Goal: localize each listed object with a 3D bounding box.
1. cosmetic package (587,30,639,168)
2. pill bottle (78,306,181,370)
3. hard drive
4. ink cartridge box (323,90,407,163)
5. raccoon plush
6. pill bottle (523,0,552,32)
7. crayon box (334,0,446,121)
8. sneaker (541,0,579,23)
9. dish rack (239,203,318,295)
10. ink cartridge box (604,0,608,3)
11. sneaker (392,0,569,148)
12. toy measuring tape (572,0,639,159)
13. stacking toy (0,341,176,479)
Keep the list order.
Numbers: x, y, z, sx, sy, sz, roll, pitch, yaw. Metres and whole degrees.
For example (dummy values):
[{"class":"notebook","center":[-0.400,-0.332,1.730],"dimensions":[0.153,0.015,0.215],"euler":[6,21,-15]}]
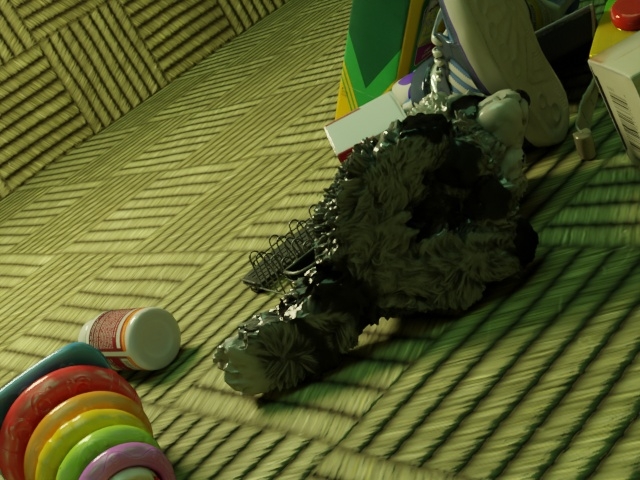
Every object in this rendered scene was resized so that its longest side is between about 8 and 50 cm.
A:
[{"class":"cosmetic package","center":[0.466,-0.197,1.136],"dimensions":[0.296,0.153,0.129],"euler":[-28,21,3]},{"class":"pill bottle","center":[-0.267,0.136,1.443],"dimensions":[0.152,0.086,0.086],"euler":[-7,30,47]},{"class":"hard drive","center":[0.330,-0.273,1.546],"dimensions":[0.172,0.054,0.255],"euler":[-26,-2,10]},{"class":"ink cartridge box","center":[0.084,-0.123,1.475],"dimensions":[0.109,0.150,0.063],"euler":[-28,55,4]},{"class":"raccoon plush","center":[0.063,-0.030,1.245],"dimensions":[0.447,0.216,0.299],"euler":[-26,12,11]},{"class":"pill bottle","center":[0.306,-0.350,1.708],"dimensions":[0.119,0.119,0.208],"euler":[-20,-1,26]},{"class":"crayon box","center":[0.166,-0.356,1.688],"dimensions":[0.106,0.313,0.363],"euler":[27,42,19]},{"class":"sneaker","center":[0.327,-0.427,1.943],"dimensions":[0.316,0.182,0.127],"euler":[25,49,31]},{"class":"dish rack","center":[0.000,0.000,1.422],"dimensions":[0.208,0.074,0.271],"euler":[-37,20,-21]},{"class":"ink cartridge box","center":[0.522,-0.364,1.579],"dimensions":[0.127,0.072,0.175],"euler":[-29,19,4]},{"class":"sneaker","center":[0.166,-0.229,1.388],"dimensions":[0.236,0.323,0.130],"euler":[-1,53,41]},{"class":"toy measuring tape","center":[0.415,-0.231,1.375],"dimensions":[0.121,0.121,0.330],"euler":[-14,38,38]},{"class":"stacking toy","center":[-0.213,0.240,1.055],"dimensions":[0.166,0.175,0.302],"euler":[-35,32,-20]}]
